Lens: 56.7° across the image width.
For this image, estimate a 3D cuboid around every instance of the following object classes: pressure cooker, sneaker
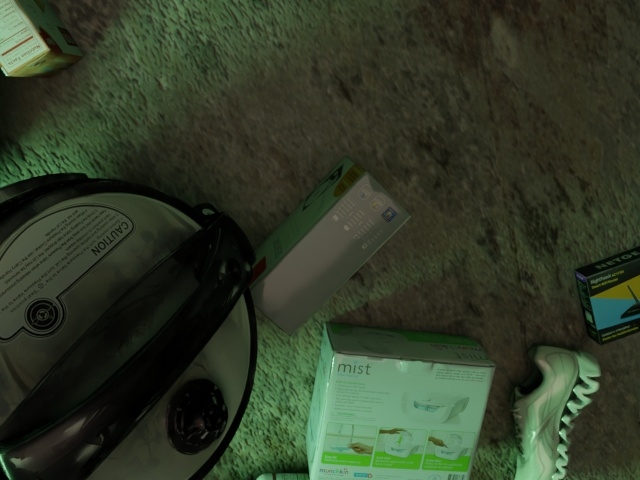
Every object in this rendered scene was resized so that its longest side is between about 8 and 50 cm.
[{"bbox_3d":[-0.276,0.118,0.678,0.375,0.420,0.370,13,75,-45],"label":"pressure cooker"},{"bbox_3d":[0.378,0.319,1.031,0.118,0.110,0.292,16,94,-3],"label":"sneaker"}]

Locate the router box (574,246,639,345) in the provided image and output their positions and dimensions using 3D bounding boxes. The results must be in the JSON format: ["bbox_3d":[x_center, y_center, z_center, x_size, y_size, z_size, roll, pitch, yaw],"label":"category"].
[{"bbox_3d":[0.536,0.086,1.012,0.178,0.046,0.133,-20,106,-1],"label":"router box"}]

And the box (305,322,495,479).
[{"bbox_3d":[0.122,0.271,0.969,0.261,0.127,0.231,6,103,-8],"label":"box"}]

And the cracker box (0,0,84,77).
[{"bbox_3d":[-0.407,-0.321,0.738,0.067,0.156,0.232,-30,106,1],"label":"cracker box"}]

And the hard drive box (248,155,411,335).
[{"bbox_3d":[0.000,0.000,0.857,0.089,0.181,0.232,42,95,-14],"label":"hard drive box"}]

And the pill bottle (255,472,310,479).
[{"bbox_3d":[-0.048,0.456,0.999,0.215,0.121,0.121,3,104,-7],"label":"pill bottle"}]
